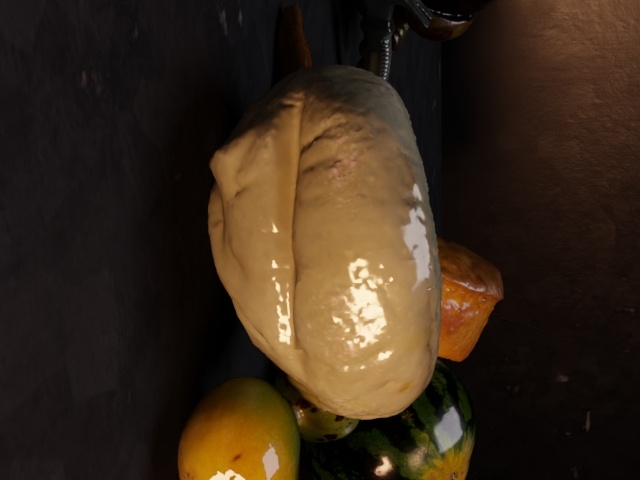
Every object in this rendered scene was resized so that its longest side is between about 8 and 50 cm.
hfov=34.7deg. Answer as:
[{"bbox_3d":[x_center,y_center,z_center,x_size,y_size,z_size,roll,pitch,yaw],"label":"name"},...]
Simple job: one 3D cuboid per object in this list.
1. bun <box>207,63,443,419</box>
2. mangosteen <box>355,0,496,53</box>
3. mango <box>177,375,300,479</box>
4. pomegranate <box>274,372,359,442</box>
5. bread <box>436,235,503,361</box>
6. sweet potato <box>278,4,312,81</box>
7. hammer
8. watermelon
[{"bbox_3d":[0.000,0.000,1.027,0.365,0.219,0.365,-10,90,-90],"label":"bun"},{"bbox_3d":[0.175,-0.465,1.654,0.307,0.307,0.347,-58,172,-66],"label":"mangosteen"},{"bbox_3d":[-0.077,0.226,1.009,0.251,0.114,0.156,95,-7,-63],"label":"mango"},{"bbox_3d":[-0.016,0.208,1.295,0.161,0.122,0.122,-34,131,-40],"label":"pomegranate"},{"bbox_3d":[0.114,0.063,1.470,0.312,0.312,0.172,7,102,-78],"label":"bread"},{"bbox_3d":[-0.033,-0.161,1.258,0.057,0.057,0.264,51,39,-72],"label":"sweet potato"},{"bbox_3d":[0.085,-0.305,1.612,0.041,0.159,0.226,-63,166,-47],"label":"hammer"},{"bbox_3d":[0.102,0.290,1.494,0.269,0.269,0.269,2,90,-78],"label":"watermelon"}]
